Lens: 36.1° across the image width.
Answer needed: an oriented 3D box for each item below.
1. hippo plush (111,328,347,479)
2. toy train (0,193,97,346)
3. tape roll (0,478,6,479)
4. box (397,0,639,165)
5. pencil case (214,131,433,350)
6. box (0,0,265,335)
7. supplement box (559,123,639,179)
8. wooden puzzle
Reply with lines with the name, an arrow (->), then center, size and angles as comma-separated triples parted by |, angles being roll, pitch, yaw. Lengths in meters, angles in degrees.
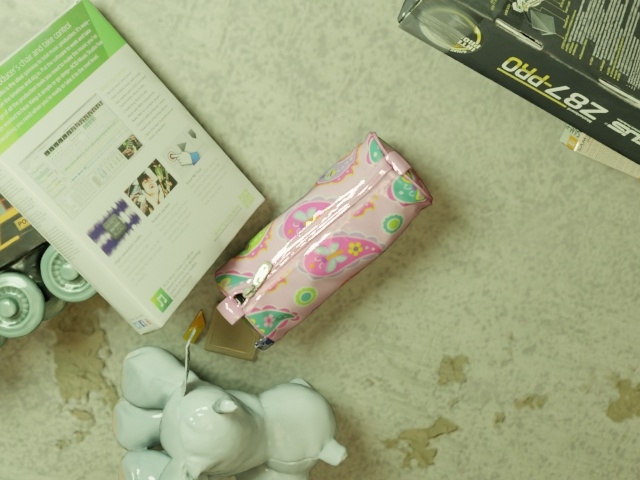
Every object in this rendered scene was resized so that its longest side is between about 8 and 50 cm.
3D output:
hippo plush -> -0.109, 0.224, 1.236 | 0.236, 0.234, 0.294 | 1, 126, -37
toy train -> -0.380, 0.020, 1.165 | 0.333, 0.142, 0.190 | -30, 95, 6
tape roll -> -0.451, 0.454, 1.264 | 0.246, 0.169, 0.246 | -2, 107, -5
box -> 0.291, -0.318, 1.030 | 0.318, 0.097, 0.395 | 27, 68, -14
pencil case -> 0.000, 0.000, 1.191 | 0.284, 0.124, 0.124 | -41, 106, 7
box -> -0.234, -0.086, 1.103 | 0.058, 0.232, 0.322 | -22, 115, 47
supplement box -> 0.354, -0.115, 1.217 | 0.098, 0.062, 0.036 | 21, 105, -11
wooden puzzle -> -0.113, 0.117, 1.274 | 0.116, 0.014, 0.079 | 21, 108, -10
